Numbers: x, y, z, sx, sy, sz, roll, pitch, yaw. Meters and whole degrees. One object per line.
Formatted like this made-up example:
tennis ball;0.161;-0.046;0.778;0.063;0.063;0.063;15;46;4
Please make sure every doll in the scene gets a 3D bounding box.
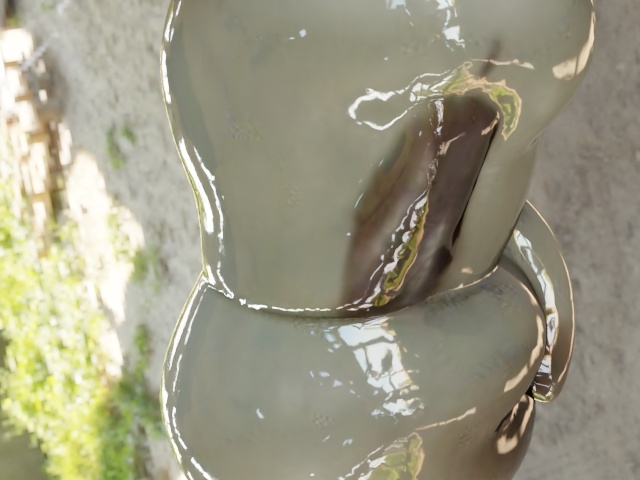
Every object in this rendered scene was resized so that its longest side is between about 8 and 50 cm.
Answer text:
doll;0.026;-0.016;0.610;0.215;0.226;0.370;-99;5;-72
